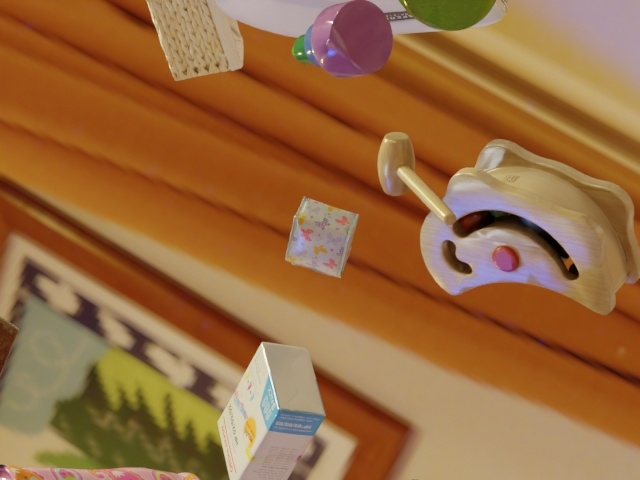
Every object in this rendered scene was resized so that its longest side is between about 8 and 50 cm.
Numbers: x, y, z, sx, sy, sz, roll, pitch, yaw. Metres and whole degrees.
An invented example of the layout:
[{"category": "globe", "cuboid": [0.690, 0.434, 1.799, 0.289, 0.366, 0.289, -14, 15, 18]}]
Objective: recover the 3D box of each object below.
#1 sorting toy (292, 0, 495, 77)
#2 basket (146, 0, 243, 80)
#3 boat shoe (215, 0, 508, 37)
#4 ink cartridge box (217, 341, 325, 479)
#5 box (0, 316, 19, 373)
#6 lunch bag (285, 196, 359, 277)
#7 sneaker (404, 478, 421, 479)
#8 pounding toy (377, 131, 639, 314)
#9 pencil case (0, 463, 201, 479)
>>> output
[{"category": "sorting toy", "cuboid": [0.098, -0.264, 1.656, 0.365, 0.127, 0.126, -44, 22, -28]}, {"category": "basket", "cuboid": [-0.179, -0.321, 2.509, 0.113, 0.103, 0.167, -94, -12, -64]}, {"category": "boat shoe", "cuboid": [0.043, -0.272, 1.805, 0.108, 0.301, 0.102, 49, -136, -62]}, {"category": "ink cartridge box", "cuboid": [-0.065, 0.216, 2.040, 0.104, 0.062, 0.181, -106, 34, -44]}, {"category": "box", "cuboid": [-0.568, 0.177, 2.566, 0.167, 0.168, 0.203, 55, -126, -71]}, {"category": "lunch bag", "cuboid": [0.000, 0.000, 2.037, 0.053, 0.071, 0.083, -65, -10, -50]}, {"category": "sneaker", "cuboid": [0.026, 0.351, 1.668, 0.131, 0.112, 0.319, -41, -13, -51]}, {"category": "pounding toy", "cuboid": [0.166, 0.006, 1.750, 0.155, 0.270, 0.154, -42, -33, -43]}, {"category": "pencil case", "cuboid": [-0.272, 0.328, 2.126, 0.284, 0.124, 0.124, 7, -61, -35]}]
